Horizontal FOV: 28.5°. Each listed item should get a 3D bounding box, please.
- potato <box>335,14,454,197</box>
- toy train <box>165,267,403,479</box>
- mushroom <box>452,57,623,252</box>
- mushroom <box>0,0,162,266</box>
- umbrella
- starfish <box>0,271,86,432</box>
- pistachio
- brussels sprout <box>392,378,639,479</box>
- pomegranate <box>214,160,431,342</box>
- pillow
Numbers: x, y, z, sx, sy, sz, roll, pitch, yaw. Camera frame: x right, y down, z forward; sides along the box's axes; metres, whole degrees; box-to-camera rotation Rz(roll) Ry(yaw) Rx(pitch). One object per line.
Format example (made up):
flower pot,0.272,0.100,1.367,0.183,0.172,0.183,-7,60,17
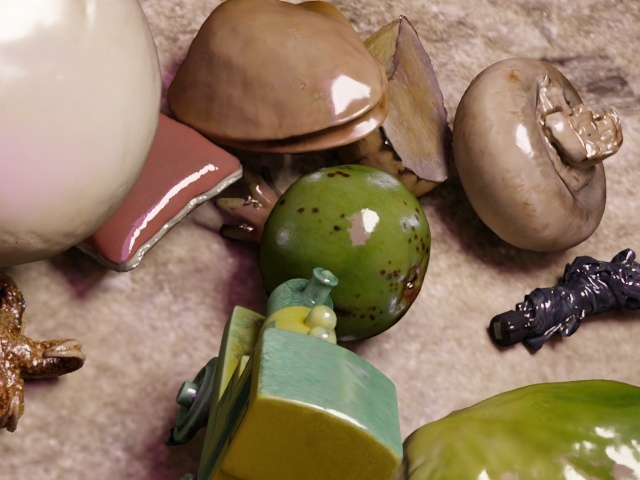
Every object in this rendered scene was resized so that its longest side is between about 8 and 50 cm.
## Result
potato,0.080,-0.128,1.416,0.138,0.098,0.243,48,34,-26
toy train,-0.036,0.145,1.021,0.150,0.237,0.369,24,20,-9
mushroom,0.249,-0.100,1.407,0.226,0.178,0.226,41,34,-37
mushroom,-0.312,-0.142,1.076,0.356,0.315,0.315,14,54,-9
umbrella,0.282,0.062,1.403,0.224,0.071,0.080,-18,40,-27
starfish,-0.306,0.081,1.107,0.190,0.074,0.146,43,42,8
pistachio,-0.045,-0.160,1.306,0.212,0.163,0.260,-32,34,-5
brussels sprout,0.229,0.281,1.109,0.371,0.276,0.315,28,63,6
pomegranate,0.000,0.000,1.260,0.224,0.182,0.181,27,45,32
pillow,-0.193,-0.054,1.245,0.171,0.075,0.179,30,58,24
